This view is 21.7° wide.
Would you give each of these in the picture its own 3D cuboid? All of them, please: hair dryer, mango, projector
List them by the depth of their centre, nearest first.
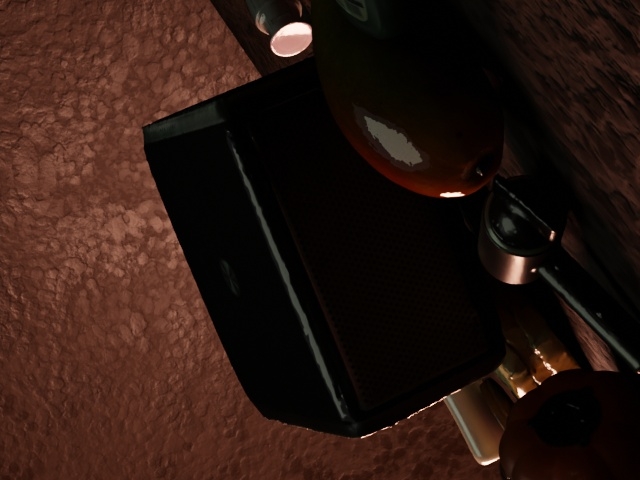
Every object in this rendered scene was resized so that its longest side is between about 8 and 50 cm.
[{"bbox_3d":[0.064,-0.144,1.440,0.146,0.129,0.289,53,-172,-39],"label":"mango"},{"bbox_3d":[0.241,0.046,1.487,0.248,0.078,0.195,44,176,10],"label":"hair dryer"},{"bbox_3d":[0.000,0.000,1.947,0.405,0.242,0.395,68,160,-6],"label":"projector"}]

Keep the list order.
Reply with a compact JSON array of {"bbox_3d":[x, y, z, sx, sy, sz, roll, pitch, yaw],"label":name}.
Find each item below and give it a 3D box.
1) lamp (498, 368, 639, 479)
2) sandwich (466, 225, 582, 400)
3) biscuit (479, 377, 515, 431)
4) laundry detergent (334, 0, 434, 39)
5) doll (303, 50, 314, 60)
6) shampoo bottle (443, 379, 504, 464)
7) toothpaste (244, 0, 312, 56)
[{"bbox_3d":[0.284,0.234,1.756,0.187,0.187,0.164,52,174,49],"label":"lamp"},{"bbox_3d":[0.223,0.098,2.091,0.301,0.099,0.271,54,179,39],"label":"sandwich"},{"bbox_3d":[0.252,0.234,2.113,0.175,0.026,0.124,46,-168,-53],"label":"biscuit"},{"bbox_3d":[0.009,-0.266,1.291,0.222,0.078,0.144,55,-178,-44],"label":"laundry detergent"},{"bbox_3d":[0.005,-0.212,2.360,0.114,0.085,0.152,42,165,16],"label":"doll"},{"bbox_3d":[0.177,0.180,2.152,0.221,0.051,0.108,62,-162,3],"label":"shampoo bottle"},{"bbox_3d":[-0.096,-0.373,2.220,0.323,0.066,0.100,63,-178,35],"label":"toothpaste"}]
